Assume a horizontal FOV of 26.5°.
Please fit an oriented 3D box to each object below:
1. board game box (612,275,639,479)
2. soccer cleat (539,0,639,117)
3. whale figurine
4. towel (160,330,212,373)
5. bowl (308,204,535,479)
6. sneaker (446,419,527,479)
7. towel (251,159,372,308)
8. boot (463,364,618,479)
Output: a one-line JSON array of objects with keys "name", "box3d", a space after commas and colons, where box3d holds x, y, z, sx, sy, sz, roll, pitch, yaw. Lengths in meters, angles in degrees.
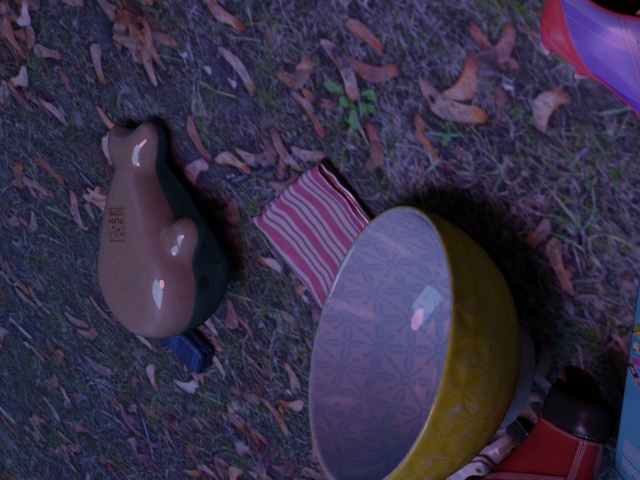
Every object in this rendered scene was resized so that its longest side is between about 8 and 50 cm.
[{"name": "board game box", "box3d": [0.351, 0.129, 1.068, 0.254, 0.079, 0.336, 50, 150, 47]}, {"name": "soccer cleat", "box3d": [0.271, -0.127, 1.020, 0.248, 0.083, 0.095, 40, 142, 21]}, {"name": "whale figurine", "box3d": [-0.196, -0.016, 1.706, 0.216, 0.141, 0.272, -2, 96, 52]}, {"name": "towel", "box3d": [-0.203, 0.134, 1.934, 0.119, 0.029, 0.067, 42, 147, 13]}, {"name": "bowl", "box3d": [0.119, 0.120, 1.359, 0.156, 0.290, 0.289, 14, 158, -24]}, {"name": "sneaker", "box3d": [0.237, 0.285, 1.455, 0.292, 0.108, 0.169, 8, 131, 50]}, {"name": "towel", "box3d": [0.000, 0.000, 1.538, 0.144, 0.029, 0.197, 52, 149, -1]}, {"name": "boot", "box3d": [0.213, 0.208, 1.328, 0.088, 0.176, 0.244, 14, 173, -15]}]
